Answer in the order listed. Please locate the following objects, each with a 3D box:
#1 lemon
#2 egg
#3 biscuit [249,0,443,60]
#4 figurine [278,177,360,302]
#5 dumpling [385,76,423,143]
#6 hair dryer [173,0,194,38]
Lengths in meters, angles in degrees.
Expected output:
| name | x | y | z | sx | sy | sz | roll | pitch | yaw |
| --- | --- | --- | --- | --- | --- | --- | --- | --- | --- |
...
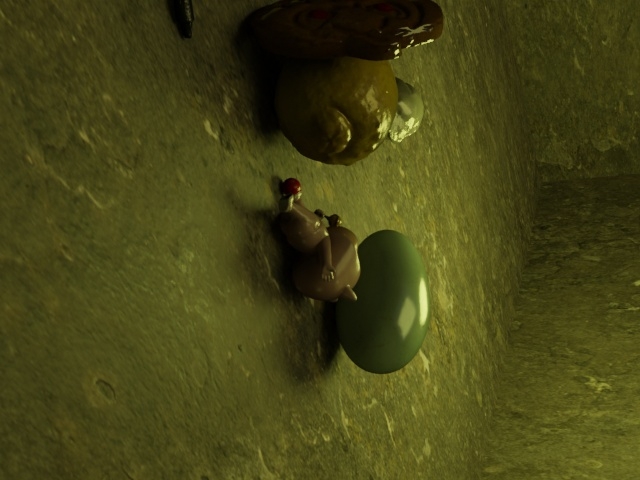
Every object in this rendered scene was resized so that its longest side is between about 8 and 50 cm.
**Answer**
| name | x | y | z | sx | sy | sz | roll | pitch | yaw |
| --- | --- | --- | --- | --- | --- | --- | --- | --- | --- |
| lemon | 0.035 | -0.313 | 1.615 | 0.285 | 0.285 | 0.316 | 41 | 22 | -54 |
| egg | 0.154 | 0.144 | 1.821 | 0.230 | 0.230 | 0.371 | 48 | 41 | -50 |
| biscuit | 0.062 | -0.452 | 1.529 | 0.394 | 0.350 | 0.070 | -15 | 125 | -20 |
| figurine | 0.000 | 0.000 | 1.621 | 0.186 | 0.176 | 0.287 | -39 | 109 | -28 |
| dumpling | 0.169 | -0.385 | 2.028 | 0.175 | 0.243 | 0.227 | -46 | 118 | -4 |
| hair dryer | -0.243 | -0.469 | 1.280 | 0.071 | 0.114 | 0.248 | -18 | 119 | -28 |
